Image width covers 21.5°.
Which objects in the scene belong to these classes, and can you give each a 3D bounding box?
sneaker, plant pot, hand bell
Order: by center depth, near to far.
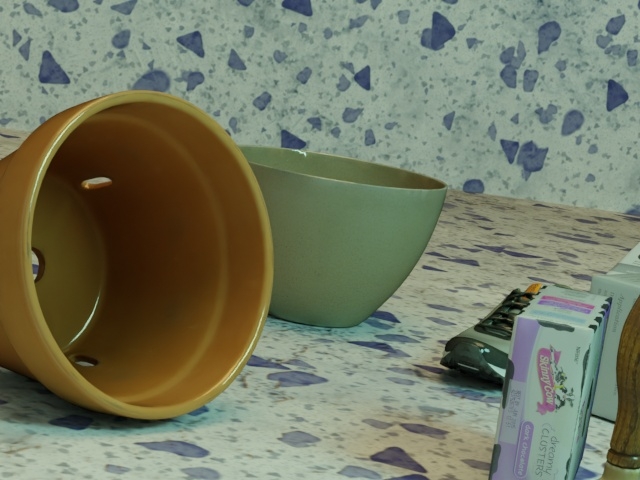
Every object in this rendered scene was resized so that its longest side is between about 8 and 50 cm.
[{"bbox_3d":[0.217,0.145,1.196,0.126,0.242,0.126,9,8,-1],"label":"hand bell"},{"bbox_3d":[-0.215,0.017,1.543,0.203,0.291,0.291,-4,-3,43],"label":"plant pot"},{"bbox_3d":[0.219,0.104,1.924,0.100,0.108,0.271,16,12,28],"label":"sneaker"},{"bbox_3d":[0.000,0.000,2.076,0.284,0.191,0.284,10,9,-2],"label":"plant pot"}]

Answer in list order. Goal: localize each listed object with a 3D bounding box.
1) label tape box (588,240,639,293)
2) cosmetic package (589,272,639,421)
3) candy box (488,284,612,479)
[{"bbox_3d":[0.516,0.067,2.122,0.249,0.115,0.348,14,32,29],"label":"label tape box"},{"bbox_3d":[0.392,0.127,1.807,0.184,0.151,0.151,18,11,39],"label":"cosmetic package"},{"bbox_3d":[0.206,0.136,1.499,0.070,0.164,0.196,11,8,13],"label":"candy box"}]
